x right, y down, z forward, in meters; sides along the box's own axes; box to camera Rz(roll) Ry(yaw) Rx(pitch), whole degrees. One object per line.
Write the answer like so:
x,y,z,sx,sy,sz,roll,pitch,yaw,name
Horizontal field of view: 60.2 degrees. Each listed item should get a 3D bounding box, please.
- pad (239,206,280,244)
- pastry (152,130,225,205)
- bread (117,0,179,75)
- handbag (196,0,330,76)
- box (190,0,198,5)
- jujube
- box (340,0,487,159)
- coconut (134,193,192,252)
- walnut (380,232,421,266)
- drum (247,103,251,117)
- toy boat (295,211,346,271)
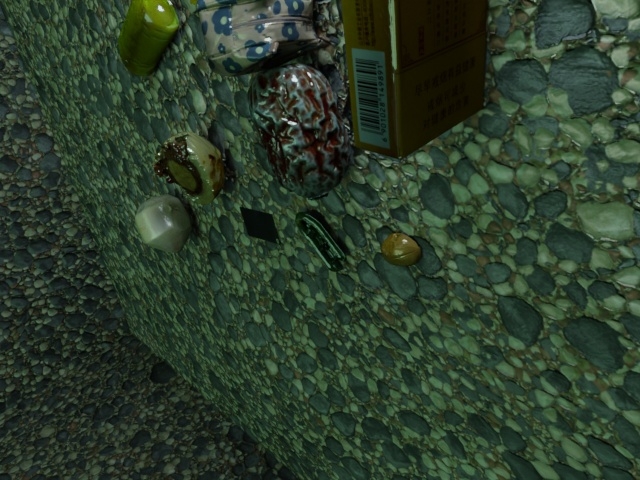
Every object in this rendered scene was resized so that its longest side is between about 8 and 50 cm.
-0.208,-0.051,1.879,0.193,0.004,0.116,16,128,47,pad
-0.413,-0.254,1.850,0.237,0.170,0.256,42,144,-11,pastry
-0.568,-0.659,1.763,0.383,0.112,0.166,-19,101,57,bread
-0.114,-0.470,1.206,0.193,0.251,0.190,7,114,39,handbag
-0.307,-0.671,1.494,0.155,0.023,0.087,32,141,34,box
-0.046,-0.259,1.308,0.226,0.226,0.317,9,125,49,jujube
0.161,-0.377,0.902,0.116,0.264,0.415,25,136,41,box
-0.625,-0.061,2.240,0.234,0.224,0.224,54,147,9,coconut
0.193,0.032,1.377,0.121,0.052,0.091,-1,118,55,walnut
-0.114,-0.298,1.515,0.253,0.049,0.130,59,147,0,drum
0.000,0.000,1.603,0.210,0.052,0.104,52,149,8,toy boat
